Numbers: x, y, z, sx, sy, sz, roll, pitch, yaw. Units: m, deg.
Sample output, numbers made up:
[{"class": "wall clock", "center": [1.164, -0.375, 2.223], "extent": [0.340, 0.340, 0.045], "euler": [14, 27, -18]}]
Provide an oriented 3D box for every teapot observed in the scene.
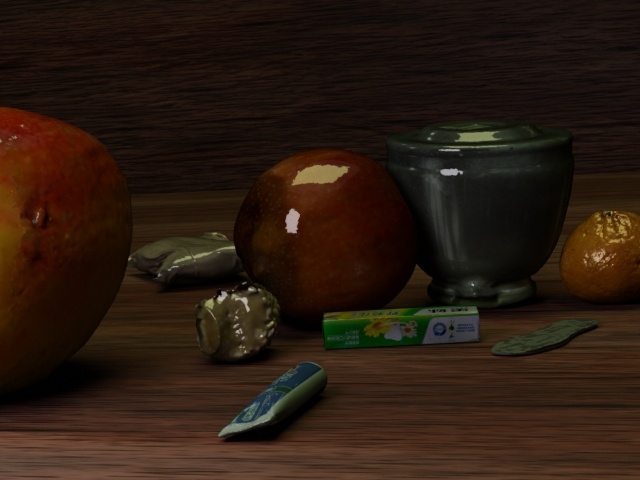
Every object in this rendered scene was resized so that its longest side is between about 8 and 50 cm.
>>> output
[{"class": "teapot", "center": [0.195, -0.040, 1.785], "extent": [0.239, 0.239, 0.321], "euler": [-4, 12, -12]}]

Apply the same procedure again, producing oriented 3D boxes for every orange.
[{"class": "orange", "center": [0.368, 0.019, 1.704], "extent": [0.135, 0.118, 0.135], "euler": [3, 9, 0]}]

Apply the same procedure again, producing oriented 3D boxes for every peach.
[{"class": "peach", "center": [-0.364, 0.016, 1.437], "extent": [0.290, 0.373, 0.372], "euler": [33, 12, 4]}]

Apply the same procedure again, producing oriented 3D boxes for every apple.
[{"class": "apple", "center": [0.000, 0.000, 1.676], "extent": [0.229, 0.230, 0.230], "euler": [-4, 7, 0]}]

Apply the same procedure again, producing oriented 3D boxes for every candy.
[{"class": "candy", "center": [-0.091, 0.092, 1.516], "extent": [0.095, 0.085, 0.110], "euler": [-10, -3, -1]}]

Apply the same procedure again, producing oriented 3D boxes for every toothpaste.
[{"class": "toothpaste", "center": [0.091, 0.098, 1.540], "extent": [0.178, 0.037, 0.043], "euler": [-4, 6, 5]}, {"class": "toothpaste", "center": [-0.034, 0.145, 1.249], "extent": [0.057, 0.035, 0.197], "euler": [-18, 3, 22]}]

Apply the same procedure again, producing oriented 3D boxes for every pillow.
[{"class": "pillow", "center": [-0.204, 0.028, 2.145], "extent": [0.173, 0.067, 0.270], "euler": [-11, 8, -16]}]

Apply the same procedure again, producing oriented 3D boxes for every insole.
[{"class": "insole", "center": [0.251, 0.107, 1.505], "extent": [0.065, 0.006, 0.193], "euler": [1, 8, 36]}]
